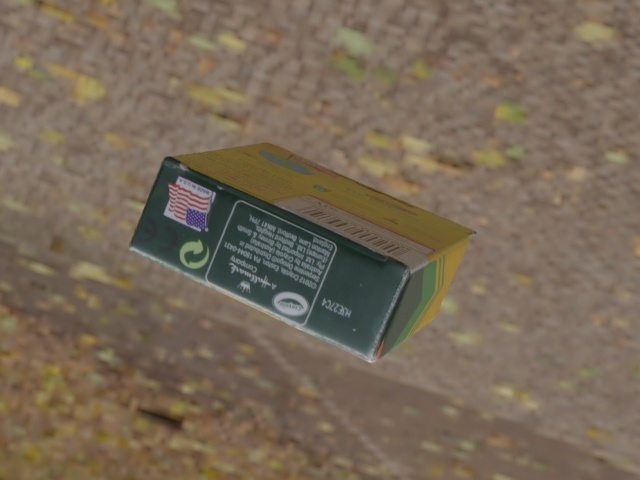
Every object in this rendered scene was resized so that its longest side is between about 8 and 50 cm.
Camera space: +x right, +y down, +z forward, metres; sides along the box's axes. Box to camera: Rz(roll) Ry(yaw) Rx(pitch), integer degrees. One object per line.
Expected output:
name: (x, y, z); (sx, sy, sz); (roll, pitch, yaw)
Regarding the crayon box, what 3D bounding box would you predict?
crayon box: (0.000, 0.000, 1.445); (0.202, 0.081, 0.318); (24, -169, 11)
